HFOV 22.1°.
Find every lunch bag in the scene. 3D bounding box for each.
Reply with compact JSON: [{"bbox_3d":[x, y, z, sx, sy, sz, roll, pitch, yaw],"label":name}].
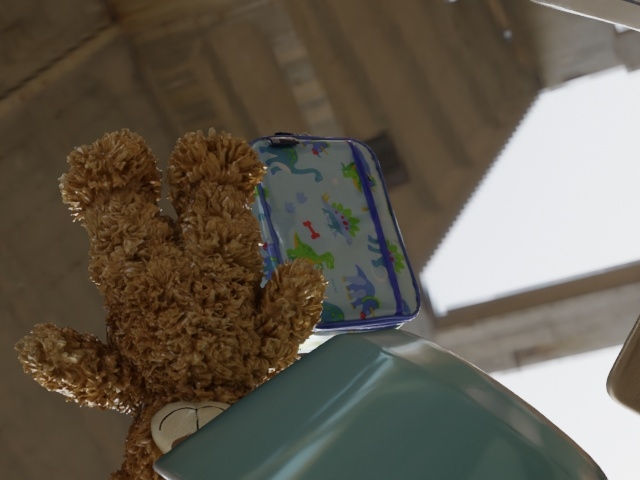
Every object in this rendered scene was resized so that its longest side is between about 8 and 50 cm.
[{"bbox_3d":[0.000,0.000,1.643,0.176,0.090,0.219,1,-116,-35],"label":"lunch bag"}]

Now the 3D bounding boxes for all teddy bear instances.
[{"bbox_3d":[-0.109,0.061,1.307,0.245,0.113,0.338,16,-114,-17],"label":"teddy bear"}]

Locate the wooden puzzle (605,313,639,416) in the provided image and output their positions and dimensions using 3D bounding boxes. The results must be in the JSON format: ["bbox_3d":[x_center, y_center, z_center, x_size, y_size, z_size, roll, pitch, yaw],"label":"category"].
[{"bbox_3d":[0.396,0.098,1.433,0.221,0.239,0.044,-59,-5,-14],"label":"wooden puzzle"}]

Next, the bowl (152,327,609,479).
[{"bbox_3d":[0.065,0.170,1.030,0.163,0.311,0.311,-54,-49,-11],"label":"bowl"}]

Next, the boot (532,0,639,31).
[{"bbox_3d":[0.229,-0.168,1.032,0.190,0.069,0.086,13,-81,-19],"label":"boot"}]
